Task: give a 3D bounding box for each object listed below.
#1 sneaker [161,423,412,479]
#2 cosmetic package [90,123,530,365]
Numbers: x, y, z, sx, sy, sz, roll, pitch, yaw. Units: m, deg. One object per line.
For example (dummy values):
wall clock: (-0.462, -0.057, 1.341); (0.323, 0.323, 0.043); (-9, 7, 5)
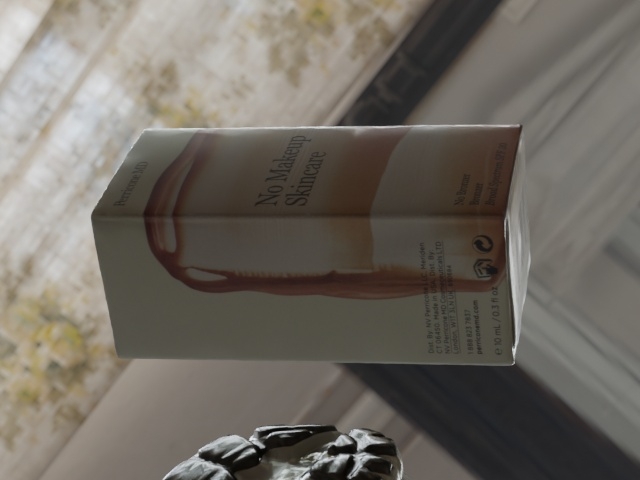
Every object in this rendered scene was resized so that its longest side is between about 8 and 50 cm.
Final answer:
sneaker: (-0.039, 0.165, 0.477); (0.279, 0.107, 0.118); (-40, -61, -45)
cosmetic package: (0.000, 0.000, 1.226); (0.296, 0.129, 0.153); (-1, -150, 12)
